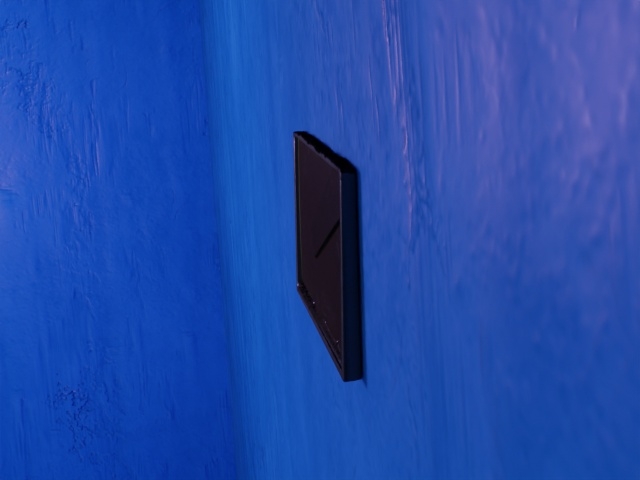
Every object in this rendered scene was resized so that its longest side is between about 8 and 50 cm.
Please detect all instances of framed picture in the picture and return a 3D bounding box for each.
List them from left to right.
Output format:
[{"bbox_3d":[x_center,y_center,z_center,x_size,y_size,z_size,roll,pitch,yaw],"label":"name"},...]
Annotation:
[{"bbox_3d":[0.001,0.000,0.839,0.265,0.018,0.192,-125,32,-72],"label":"framed picture"}]
